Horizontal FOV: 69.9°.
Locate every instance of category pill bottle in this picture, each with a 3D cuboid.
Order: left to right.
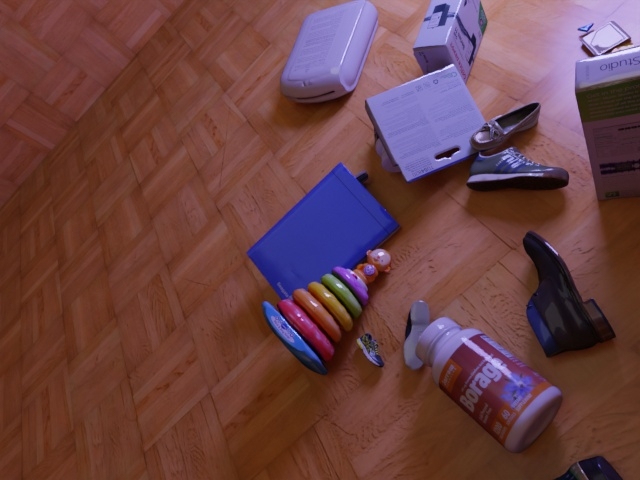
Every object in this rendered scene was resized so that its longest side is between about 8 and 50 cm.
[{"bbox_3d":[0.177,-0.252,1.102,0.094,0.094,0.170,-17,56,28],"label":"pill bottle"},{"bbox_3d":[0.263,0.224,0.751,0.121,0.121,0.216,-52,47,0],"label":"pill bottle"}]

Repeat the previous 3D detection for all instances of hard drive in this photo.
[{"bbox_3d":[0.000,0.000,1.078,0.318,0.040,0.210,-43,72,9],"label":"hard drive"}]

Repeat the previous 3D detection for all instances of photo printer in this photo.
[{"bbox_3d":[0.019,-0.553,1.380,0.256,0.107,0.308,5,69,39],"label":"photo printer"}]

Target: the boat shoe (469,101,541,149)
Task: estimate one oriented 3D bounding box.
[{"bbox_3d":[0.381,-0.239,0.947,0.153,0.048,0.056,-22,63,3],"label":"boat shoe"}]

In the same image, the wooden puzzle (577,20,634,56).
[{"bbox_3d":[0.588,-0.414,0.946,0.078,0.014,0.116,-20,55,21],"label":"wooden puzzle"}]

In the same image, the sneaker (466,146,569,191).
[{"bbox_3d":[0.387,-0.148,0.906,0.192,0.064,0.086,3,72,41],"label":"sneaker"}]

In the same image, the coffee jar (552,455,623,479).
[{"bbox_3d":[0.338,0.380,0.636,0.184,0.079,0.096,-37,49,14],"label":"coffee jar"}]

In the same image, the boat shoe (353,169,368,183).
[{"bbox_3d":[0.050,-0.090,1.143,0.206,0.075,0.065,-42,90,3],"label":"boat shoe"}]

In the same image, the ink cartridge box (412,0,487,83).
[{"bbox_3d":[0.314,-0.491,1.097,0.086,0.153,0.209,11,73,39],"label":"ink cartridge box"}]

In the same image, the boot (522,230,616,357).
[{"bbox_3d":[0.376,0.087,0.772,0.106,0.082,0.219,-32,52,15],"label":"boot"}]

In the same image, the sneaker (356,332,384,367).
[{"bbox_3d":[0.105,0.221,0.930,0.035,0.031,0.083,-47,47,5],"label":"sneaker"}]

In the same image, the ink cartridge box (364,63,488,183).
[{"bbox_3d":[0.242,-0.254,1.018,0.223,0.045,0.224,-22,75,-1],"label":"ink cartridge box"}]

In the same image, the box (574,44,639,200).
[{"bbox_3d":[0.510,-0.162,0.649,0.232,0.322,0.059,-4,66,34],"label":"box"}]

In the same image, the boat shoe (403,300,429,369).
[{"bbox_3d":[0.188,0.185,0.886,0.048,0.042,0.133,6,68,11],"label":"boat shoe"}]

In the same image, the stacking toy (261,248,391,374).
[{"bbox_3d":[0.040,0.123,0.975,0.302,0.166,0.175,-41,62,-11],"label":"stacking toy"}]
